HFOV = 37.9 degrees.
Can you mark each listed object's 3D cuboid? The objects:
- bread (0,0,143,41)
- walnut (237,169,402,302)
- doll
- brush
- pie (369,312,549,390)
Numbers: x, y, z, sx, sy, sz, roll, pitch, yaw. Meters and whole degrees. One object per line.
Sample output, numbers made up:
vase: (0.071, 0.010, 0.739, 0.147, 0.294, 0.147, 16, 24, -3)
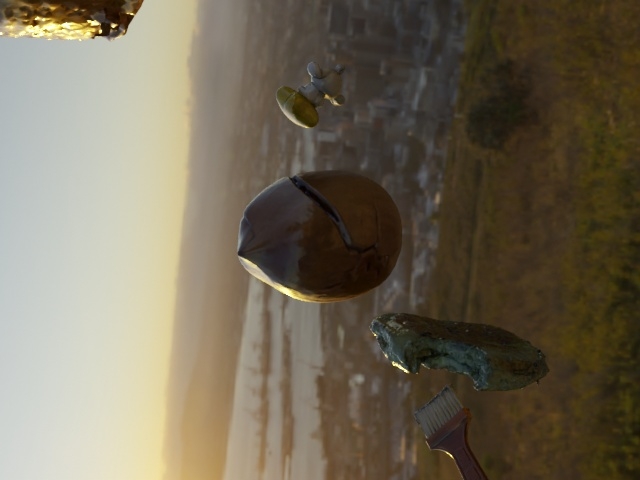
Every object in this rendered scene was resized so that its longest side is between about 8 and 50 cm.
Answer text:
bread: (-0.282, -0.374, 0.906, 0.337, 0.204, 0.358, 22, 121, 45)
walnut: (0.000, 0.000, 1.369, 0.203, 0.298, 0.203, 13, 109, 41)
doll: (-0.006, -0.223, 1.400, 0.071, 0.113, 0.135, 50, 161, 21)
brush: (0.231, 0.350, 1.454, 0.090, 0.017, 0.314, -44, 34, 12)
pie: (0.220, 0.171, 1.473, 0.302, 0.303, 0.066, -137, 58, -81)
